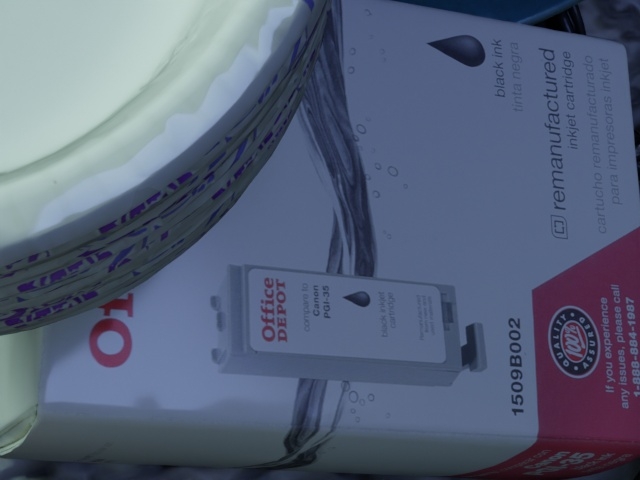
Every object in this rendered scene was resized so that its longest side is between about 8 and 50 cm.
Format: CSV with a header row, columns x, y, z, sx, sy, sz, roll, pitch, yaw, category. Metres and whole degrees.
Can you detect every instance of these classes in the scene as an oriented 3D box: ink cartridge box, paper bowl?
x,y,z,sx,sy,sz,roll,pitch,yaw,category
0.000,0.000,0.610,0.283,0.117,0.207,6,72,-21,ink cartridge box
-0.136,-0.104,0.455,0.284,0.148,0.284,2,73,-5,paper bowl

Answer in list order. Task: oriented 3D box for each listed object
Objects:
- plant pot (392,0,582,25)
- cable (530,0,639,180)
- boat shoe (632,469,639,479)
x,y,z,sx,sy,sz,roll,pitch,yaw,category
0.049,-0.274,0.653,0.271,0.272,0.255,-9,62,-25,plant pot
0.186,-0.129,0.771,0.150,0.047,0.184,14,68,-19,cable
0.210,0.103,0.676,0.105,0.113,0.306,41,72,13,boat shoe
